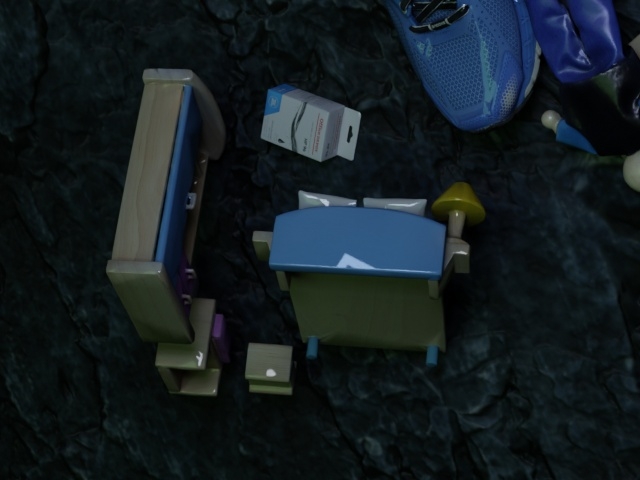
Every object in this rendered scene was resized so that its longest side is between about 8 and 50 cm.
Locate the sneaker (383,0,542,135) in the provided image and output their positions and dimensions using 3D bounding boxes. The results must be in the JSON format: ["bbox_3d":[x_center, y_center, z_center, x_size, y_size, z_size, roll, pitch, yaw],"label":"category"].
[{"bbox_3d":[0.062,-0.233,1.353,0.130,0.147,0.330,-21,93,38],"label":"sneaker"}]

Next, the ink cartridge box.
[{"bbox_3d":[-0.009,-0.101,1.519,0.083,0.028,0.048,22,117,27],"label":"ink cartridge box"}]

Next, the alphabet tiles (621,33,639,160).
[{"bbox_3d":[0.375,-0.052,1.255,0.342,0.011,0.285,55,135,8],"label":"alphabet tiles"}]

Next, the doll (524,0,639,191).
[{"bbox_3d":[0.219,-0.123,1.320,0.129,0.046,0.189,-21,94,39],"label":"doll"}]

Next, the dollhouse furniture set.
[{"bbox_3d":[0.000,0.000,1.513,0.303,0.198,0.286,3,153,10],"label":"dollhouse furniture set"}]
